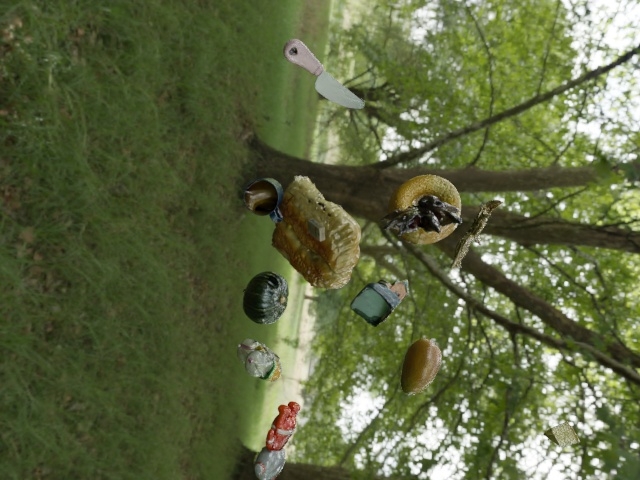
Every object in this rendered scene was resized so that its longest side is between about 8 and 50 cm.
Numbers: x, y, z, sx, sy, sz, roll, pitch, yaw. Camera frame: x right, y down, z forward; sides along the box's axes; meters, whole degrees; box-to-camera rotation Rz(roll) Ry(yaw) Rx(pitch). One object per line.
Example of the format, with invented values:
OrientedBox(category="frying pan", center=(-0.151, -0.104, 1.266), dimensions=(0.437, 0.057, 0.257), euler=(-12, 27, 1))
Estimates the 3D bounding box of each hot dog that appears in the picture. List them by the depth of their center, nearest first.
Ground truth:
OrientedBox(category="hot dog", center=(0.000, 0.000, 2.009), dimensions=(0.365, 0.196, 0.368), euler=(46, -41, 33))

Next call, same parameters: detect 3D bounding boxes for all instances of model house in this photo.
OrientedBox(category="model house", center=(0.327, 0.262, 2.628), dimensions=(0.291, 0.184, 0.253), euler=(-35, 164, -37))

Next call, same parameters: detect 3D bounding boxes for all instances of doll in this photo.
OrientedBox(category="doll", center=(-0.120, 0.555, 1.428), dimensions=(0.142, 0.076, 0.245), euler=(11, 102, -62))

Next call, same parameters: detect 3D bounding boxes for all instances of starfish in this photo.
OrientedBox(category="starfish", center=(0.426, -0.009, 1.478), dimensions=(0.236, 0.062, 0.277), euler=(-56, 167, -7))

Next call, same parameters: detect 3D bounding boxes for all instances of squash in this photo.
OrientedBox(category="squash", center=(-0.219, 0.228, 2.125), dimensions=(0.218, 0.172, 0.219), euler=(-5, 97, -49))

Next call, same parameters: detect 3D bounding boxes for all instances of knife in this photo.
OrientedBox(category="knife", center=(0.012, -0.513, 1.703), dimensions=(0.081, 0.335, 0.043), euler=(-44, -149, 19))

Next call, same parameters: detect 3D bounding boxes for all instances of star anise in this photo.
OrientedBox(category="star anise", center=(0.308, -0.086, 1.635), dimensions=(0.272, 0.271, 0.103), euler=(-81, 165, -74))

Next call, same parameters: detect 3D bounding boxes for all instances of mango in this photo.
OrientedBox(category="mango", center=(0.375, 0.473, 1.989), dimensions=(0.151, 0.120, 0.221), euler=(-32, -152, 60))

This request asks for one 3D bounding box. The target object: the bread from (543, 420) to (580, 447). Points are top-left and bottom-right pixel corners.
OrientedBox(category="bread", center=(0.866, 0.714, 1.923), dimensions=(0.109, 0.084, 0.080), euler=(88, -16, -59))

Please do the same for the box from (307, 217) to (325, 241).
OrientedBox(category="box", center=(-0.015, -0.037, 1.834), dimensions=(0.083, 0.024, 0.053), euler=(37, -41, 46))

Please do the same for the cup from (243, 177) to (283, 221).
OrientedBox(category="cup", center=(-0.182, -0.130, 1.734), dimensions=(0.138, 0.113, 0.150), euler=(-66, 157, -79))

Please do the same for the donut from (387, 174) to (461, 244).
OrientedBox(category="donut", center=(0.393, -0.127, 1.975), dimensions=(0.108, 0.277, 0.278), euler=(82, 17, -74))

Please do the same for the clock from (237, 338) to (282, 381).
OrientedBox(category="clock", center=(-0.226, 0.429, 1.912), dimensions=(0.103, 0.144, 0.231), euler=(-53, -150, -7))
